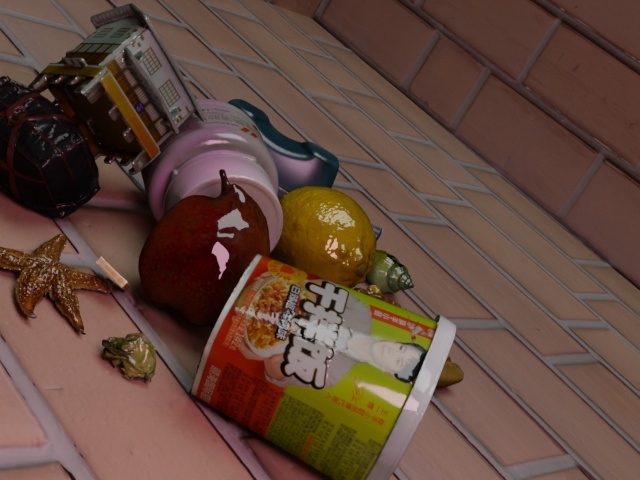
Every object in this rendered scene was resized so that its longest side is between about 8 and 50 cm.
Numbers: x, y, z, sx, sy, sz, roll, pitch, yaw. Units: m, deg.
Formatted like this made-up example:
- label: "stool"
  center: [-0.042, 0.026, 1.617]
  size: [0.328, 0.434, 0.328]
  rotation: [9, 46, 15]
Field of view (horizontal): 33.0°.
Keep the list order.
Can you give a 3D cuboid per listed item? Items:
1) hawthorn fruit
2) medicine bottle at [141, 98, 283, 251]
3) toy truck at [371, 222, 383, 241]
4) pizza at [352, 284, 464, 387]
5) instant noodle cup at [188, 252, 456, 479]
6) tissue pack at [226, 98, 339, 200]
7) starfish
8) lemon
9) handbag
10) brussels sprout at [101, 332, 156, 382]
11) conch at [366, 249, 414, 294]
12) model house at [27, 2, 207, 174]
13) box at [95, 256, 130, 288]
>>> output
- label: "hawthorn fruit"
  center: [-0.177, 0.010, 1.720]
  size: [0.208, 0.248, 0.208]
  rotation: [18, 8, -3]
- label: "medicine bottle"
  center: [-0.195, -0.097, 1.960]
  size: [0.241, 0.241, 0.302]
  rotation: [21, 22, -27]
- label: "toy truck"
  center: [0.081, 0.012, 2.265]
  size: [0.063, 0.136, 0.074]
  rotation: [22, 21, -20]
- label: "pizza"
  center: [0.119, 0.190, 1.992]
  size: [0.268, 0.087, 0.258]
  rotation: [42, 25, 19]
- label: "instant noodle cup"
  center: [-0.004, 0.185, 1.556]
  size: [0.307, 0.294, 0.294]
  rotation: [25, 19, 4]
- label: "tissue pack"
  center: [-0.120, -0.150, 2.276]
  size: [0.287, 0.206, 0.198]
  rotation: [32, 11, -4]
- label: "starfish"
  center: [-0.409, 0.051, 1.595]
  size: [0.240, 0.043, 0.227]
  rotation: [17, 24, -31]
- label: "lemon"
  center: [0.000, 0.000, 2.091]
  size: [0.204, 0.204, 0.260]
  rotation: [9, 20, -47]
- label: "handbag"
  center: [-0.472, -0.152, 1.764]
  size: [0.215, 0.169, 0.155]
  rotation: [35, 63, 21]
- label: "brussels sprout"
  center: [-0.270, 0.157, 1.531]
  size: [0.085, 0.058, 0.085]
  rotation: [12, 19, -4]
- label: "conch"
  center: [0.135, 0.064, 2.329]
  size: [0.095, 0.079, 0.201]
  rotation: [42, 4, -31]
- label: "model house"
  center: [-0.338, -0.251, 1.852]
  size: [0.198, 0.215, 0.224]
  rotation: [13, -37, 45]
- label: "box"
  center: [-0.322, 0.052, 1.679]
  size: [0.058, 0.015, 0.093]
  rotation: [46, -9, -1]
